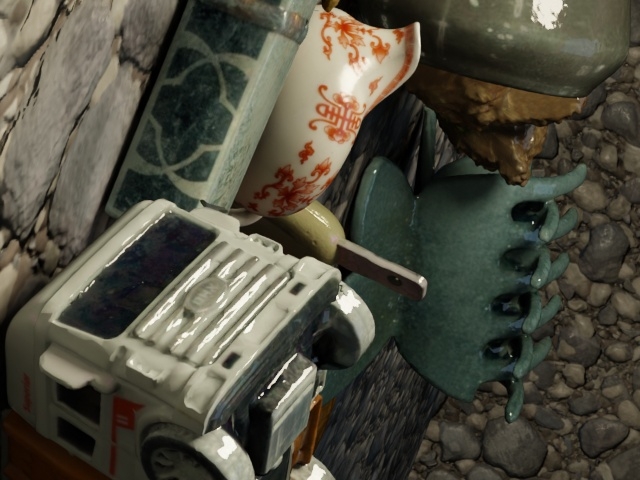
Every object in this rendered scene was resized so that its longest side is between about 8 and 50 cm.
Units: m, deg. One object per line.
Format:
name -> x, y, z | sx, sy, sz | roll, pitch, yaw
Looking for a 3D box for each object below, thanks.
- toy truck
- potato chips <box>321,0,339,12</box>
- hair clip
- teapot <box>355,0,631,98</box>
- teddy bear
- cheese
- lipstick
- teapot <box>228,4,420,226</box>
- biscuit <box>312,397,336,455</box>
toy truck -> -0.108, 0.151, 1.119 | 0.173, 0.207, 0.387 | -47, 157, -40
potato chips -> 0.057, -0.342, 1.260 | 0.407, 0.080, 0.057 | -65, -177, -29
hair clip -> 0.169, 0.034, 2.051 | 0.392, 0.238, 0.318 | -40, 143, -63
teapot -> 0.197, -0.316, 1.516 | 0.300, 0.253, 0.344 | -7, 116, -59
teddy bear -> 0.204, -0.216, 1.816 | 0.222, 0.246, 0.296 | 6, 119, -51
cheese -> 0.000, 0.000, 1.370 | 0.037, 0.192, 0.097 | -56, 162, -29
lipstick -> -0.056, -0.132, 1.139 | 0.076, 0.077, 0.289 | -6, 119, -78
teapot -> -0.028, -0.090, 1.255 | 0.245, 0.116, 0.159 | -47, -137, 48
biscuit -> -0.010, 0.213, 2.119 | 0.182, 0.034, 0.215 | -44, 154, -63
